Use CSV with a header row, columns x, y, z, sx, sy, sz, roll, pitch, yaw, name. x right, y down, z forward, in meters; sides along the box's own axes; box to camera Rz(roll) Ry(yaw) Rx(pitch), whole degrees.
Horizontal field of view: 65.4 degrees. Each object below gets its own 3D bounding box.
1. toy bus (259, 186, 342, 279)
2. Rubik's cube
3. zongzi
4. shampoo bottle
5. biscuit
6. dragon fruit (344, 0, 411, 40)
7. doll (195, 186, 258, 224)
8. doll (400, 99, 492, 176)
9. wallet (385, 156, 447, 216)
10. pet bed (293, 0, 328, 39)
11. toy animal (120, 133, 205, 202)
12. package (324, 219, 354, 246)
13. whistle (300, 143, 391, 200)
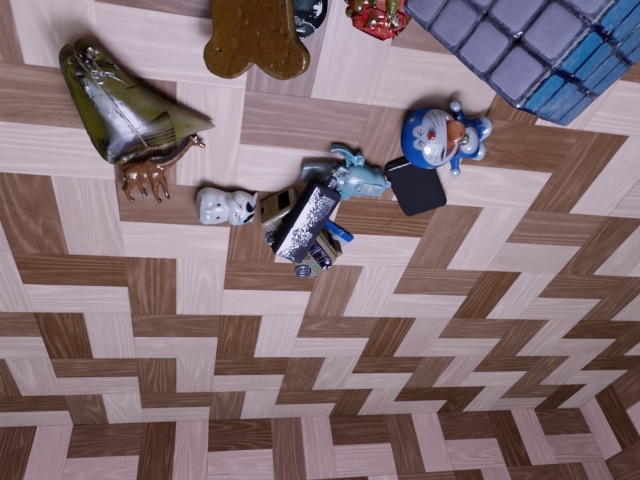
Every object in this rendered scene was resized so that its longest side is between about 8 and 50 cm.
x,y,z,sx,sy,sz,roll,pitch,yaw,name
-0.062,-0.019,1.556,0.157,0.139,0.289,-28,125,14,toy bus
0.434,-0.459,0.942,0.337,0.343,0.344,-8,144,-47,Rubik's cube
-0.417,-0.346,1.170,0.300,0.145,0.273,-19,135,-15,zongzi
-0.023,-0.084,1.405,0.098,0.071,0.309,25,106,-23,shampoo bottle
-0.128,-0.535,0.973,0.283,0.064,0.431,10,123,19,biscuit
0.131,-0.522,1.048,0.160,0.166,0.171,7,117,-40,dragon fruit
-0.277,-0.099,1.466,0.181,0.107,0.110,6,116,-16,doll
0.344,-0.270,1.353,0.257,0.161,0.215,-7,111,-19,doll
0.294,-0.174,1.538,0.149,0.044,0.250,-19,138,17,wallet
-0.077,-0.520,1.074,0.201,0.053,0.201,-5,137,-5,pet bed
-0.430,-0.197,1.362,0.225,0.066,0.229,2,133,-12,toy animal
0.000,0.000,1.690,0.173,0.027,0.171,-36,129,24,package
0.077,-0.182,1.456,0.274,0.093,0.186,8,133,-14,whistle
